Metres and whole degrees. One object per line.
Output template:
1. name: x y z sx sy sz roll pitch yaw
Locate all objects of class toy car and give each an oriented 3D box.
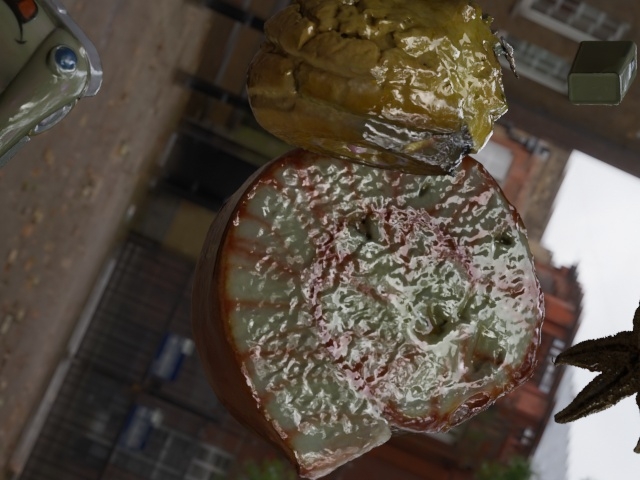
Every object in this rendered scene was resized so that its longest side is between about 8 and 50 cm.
1. toy car: -0.459 -0.176 1.653 0.336 0.242 0.226 -41 173 18

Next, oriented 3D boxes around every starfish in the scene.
1. starfish: 0.343 0.132 1.527 0.227 0.043 0.240 -33 -149 36

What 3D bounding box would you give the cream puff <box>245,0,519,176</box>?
1. cream puff: 0.044 -0.119 0.997 0.189 0.189 0.129 178 -77 -85

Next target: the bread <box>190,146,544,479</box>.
1. bread: 0.043 0.046 1.313 0.114 0.328 0.295 -28 -100 67

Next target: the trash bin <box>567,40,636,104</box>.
1. trash bin: 0.290 -0.172 1.467 0.092 0.061 0.043 -53 141 -56
